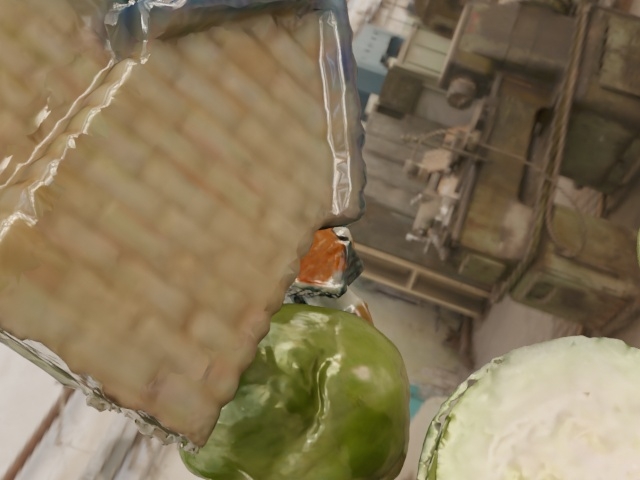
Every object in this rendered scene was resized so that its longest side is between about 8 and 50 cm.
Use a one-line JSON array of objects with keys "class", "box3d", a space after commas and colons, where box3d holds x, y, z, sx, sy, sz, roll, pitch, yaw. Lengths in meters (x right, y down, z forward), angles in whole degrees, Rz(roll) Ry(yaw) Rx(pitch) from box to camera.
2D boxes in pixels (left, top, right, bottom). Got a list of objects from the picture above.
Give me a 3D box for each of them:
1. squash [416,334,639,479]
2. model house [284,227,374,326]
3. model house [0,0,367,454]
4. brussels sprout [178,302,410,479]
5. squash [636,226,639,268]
[{"class": "squash", "box3d": [0.208, 0.268, 0.714, 0.384, 0.263, 0.263, 80, -154, -55]}, {"class": "model house", "box3d": [0.000, 0.000, 1.147, 0.190, 0.301, 0.271, -41, 3, -15]}, {"class": "model house", "box3d": [-0.225, -0.114, 0.721, 0.399, 0.445, 0.395, -59, 23, -16]}, {"class": "brussels sprout", "box3d": [-0.026, 0.204, 0.989, 0.316, 0.274, 0.242, 77, 172, -54]}, {"class": "squash", "box3d": [0.360, -0.016, 0.737, 0.247, 0.132, 0.132, -26, -36, -43]}]
